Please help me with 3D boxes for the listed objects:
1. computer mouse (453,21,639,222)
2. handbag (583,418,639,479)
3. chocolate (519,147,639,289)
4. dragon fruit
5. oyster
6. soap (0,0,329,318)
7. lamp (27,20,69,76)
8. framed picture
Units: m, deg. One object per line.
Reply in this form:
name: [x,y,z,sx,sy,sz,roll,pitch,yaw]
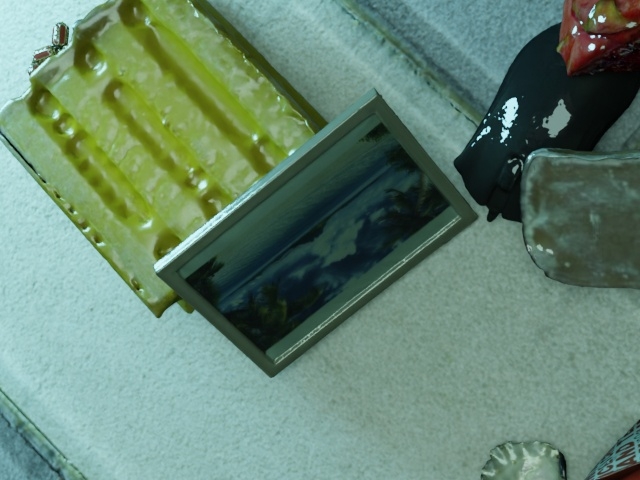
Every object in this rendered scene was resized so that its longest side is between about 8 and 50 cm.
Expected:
computer mouse: [0.253,-0.136,1.584,0.147,0.088,0.264,29,98,16]
handbag: [0.420,0.246,1.477,0.298,0.171,0.151,-4,87,13]
chocolate: [0.347,-0.033,1.511,0.254,0.080,0.157,2,113,22]
dragon fruit: [0.403,-0.308,1.491,0.317,0.152,0.205,-10,75,1]
oyster: [0.240,0.294,1.584,0.146,0.045,0.121,45,102,19]
soap: [-0.175,-0.117,1.656,0.335,0.156,0.293,45,102,12]
lamp: [-0.332,-0.227,1.766,0.083,0.031,0.063,-46,76,12]
framed picture: [0.000,0.000,1.582,0.315,0.232,0.024,-40,39,6]
